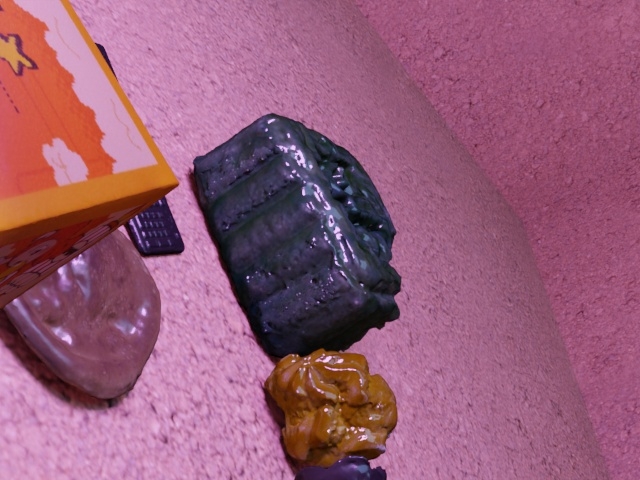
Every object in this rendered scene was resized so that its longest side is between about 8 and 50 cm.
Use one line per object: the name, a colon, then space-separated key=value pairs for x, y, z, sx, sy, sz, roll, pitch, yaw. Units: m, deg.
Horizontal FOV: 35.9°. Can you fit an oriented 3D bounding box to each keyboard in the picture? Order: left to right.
keyboard: x=-0.255 y=-0.157 z=1.143 sx=0.381 sy=0.041 sz=0.103 roll=61 pitch=19 yaw=9

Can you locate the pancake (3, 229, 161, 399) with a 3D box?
pancake: x=-0.222 y=0.038 z=0.909 sx=0.242 sy=0.050 sz=0.241 roll=47 pitch=23 yaw=-26

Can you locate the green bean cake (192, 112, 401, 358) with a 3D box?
green bean cake: x=0.000 y=0.000 z=1.338 sx=0.300 sy=0.169 sz=0.308 roll=64 pitch=19 yaw=18

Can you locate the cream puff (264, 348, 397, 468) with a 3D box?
cream puff: x=0.011 y=0.188 z=1.140 sx=0.156 sy=0.121 sz=0.156 roll=42 pitch=30 yaw=-31

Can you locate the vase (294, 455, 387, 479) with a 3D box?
vase: x=0.036 y=0.350 z=0.996 sx=0.115 sy=0.116 sz=0.237 roll=37 pitch=33 yaw=-45

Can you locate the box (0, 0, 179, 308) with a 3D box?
box: x=-0.286 y=-0.056 z=0.541 sx=0.259 sy=0.284 sz=0.214 roll=59 pitch=20 yaw=2
